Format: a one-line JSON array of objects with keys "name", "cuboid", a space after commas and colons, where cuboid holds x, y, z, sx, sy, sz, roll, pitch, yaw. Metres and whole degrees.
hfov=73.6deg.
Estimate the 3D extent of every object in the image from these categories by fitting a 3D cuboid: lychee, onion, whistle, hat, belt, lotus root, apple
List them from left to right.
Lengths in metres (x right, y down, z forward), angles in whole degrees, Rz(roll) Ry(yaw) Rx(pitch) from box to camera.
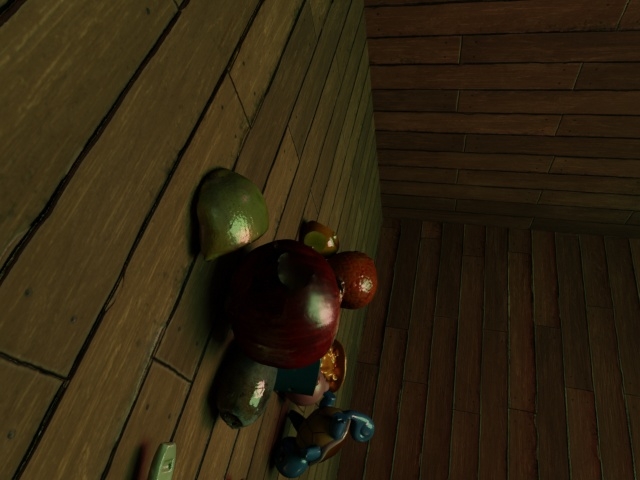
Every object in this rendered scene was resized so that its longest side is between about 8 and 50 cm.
[{"name": "whistle", "cuboid": [-0.325, 0.525, 0.825, 0.101, 0.106, 0.253, 103, -3, -74]}, {"name": "apple", "cuboid": [-0.202, -0.081, 1.033, 0.265, 0.120, 0.193, -53, 135, -67]}, {"name": "lotus root", "cuboid": [-0.185, 0.365, 1.206, 0.322, 0.140, 0.158, -71, 160, -48]}, {"name": "onion", "cuboid": [-0.096, 0.150, 1.126, 0.341, 0.342, 0.340, 6, 90, -75]}, {"name": "belt", "cuboid": [-0.067, 0.295, 1.452, 0.300, 0.173, 0.436, 105, -3, -57]}, {"name": "hat", "cuboid": [-0.046, 0.540, 1.837, 0.233, 0.244, 0.233, 20, 41, -44]}, {"name": "apple", "cuboid": [0.002, 0.000, 1.741, 0.146, 0.147, 0.163, -17, 110, -75]}, {"name": "lychee", "cuboid": [0.104, 0.168, 1.691, 0.299, 0.255, 0.255, -62, 156, -26]}]

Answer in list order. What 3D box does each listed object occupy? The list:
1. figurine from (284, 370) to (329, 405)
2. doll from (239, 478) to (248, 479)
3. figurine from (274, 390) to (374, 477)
[{"name": "figurine", "cuboid": [-0.063, 0.564, 1.676, 0.173, 0.174, 0.173, 6, 90, -75]}, {"name": "doll", "cuboid": [-0.213, 0.886, 1.181, 0.339, 0.209, 0.317, -54, 153, -65]}, {"name": "figurine", "cuboid": [0.003, 0.742, 1.675, 0.298, 0.417, 0.242, -138, -149, -64]}]
